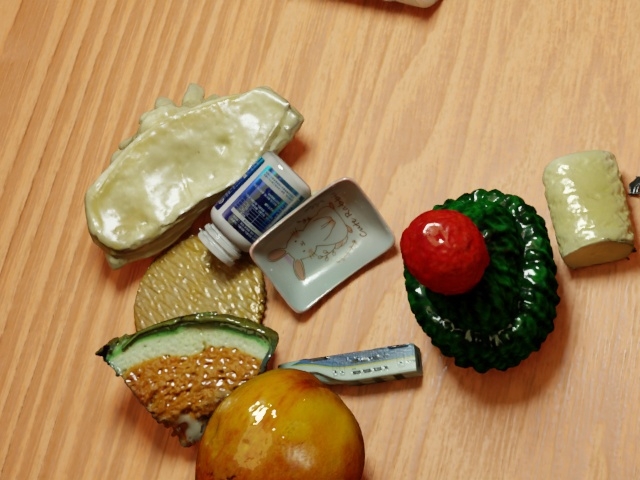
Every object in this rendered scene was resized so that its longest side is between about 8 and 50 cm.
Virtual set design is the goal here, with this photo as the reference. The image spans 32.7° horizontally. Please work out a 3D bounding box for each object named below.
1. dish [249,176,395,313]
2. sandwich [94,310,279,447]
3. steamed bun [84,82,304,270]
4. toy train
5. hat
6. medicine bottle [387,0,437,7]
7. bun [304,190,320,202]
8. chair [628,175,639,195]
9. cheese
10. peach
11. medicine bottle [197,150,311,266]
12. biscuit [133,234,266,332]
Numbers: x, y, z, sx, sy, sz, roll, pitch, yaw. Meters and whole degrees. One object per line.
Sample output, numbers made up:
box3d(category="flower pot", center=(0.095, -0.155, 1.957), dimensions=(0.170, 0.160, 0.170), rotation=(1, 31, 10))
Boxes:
box3d(category="dish", center=(0.000, 0.000, 1.813), dimensions=(0.212, 0.151, 0.077), rotation=(-37, 19, 2))
box3d(category="sandwich", center=(-0.189, 0.210, 1.768), dimensions=(0.292, 0.109, 0.212), rotation=(-24, 87, 12))
box3d(category="steamed bun", center=(-0.252, -0.152, 1.959), dimensions=(0.428, 0.189, 0.247), rotation=(-39, 89, 1))
box3d(category="toy train", center=(0.044, 0.206, 1.740), dimensions=(0.234, 0.052, 0.051), rotation=(-11, 68, 15))
box3d(category="hat", center=(0.224, 0.031, 1.591), dimensions=(0.242, 0.332, 0.274), rotation=(-29, 63, 8))
box3d(category="medicine bottle", center=(0.075, -0.545, 1.987), dimensions=(0.332, 0.190, 0.190), rotation=(18, 74, 26))
box3d(category="bun", center=(-0.012, -0.048, 1.873), dimensions=(0.086, 0.055, 0.086), rotation=(-8, 65, 18))
box3d(category="chair", center=(0.528, -0.080, 1.704), dimensions=(0.086, 0.042, 0.037), rotation=(-2, 59, 59))
box3d(category="cheese", center=(0.416, -0.050, 1.693), dimensions=(0.123, 0.094, 0.167), rotation=(-14, 63, 16))
box3d(category="peach", center=(-0.068, 0.328, 1.601), dimensions=(0.238, 0.281, 0.281), rotation=(26, 78, 34))
box3d(category="medicine bottle", center=(-0.114, -0.051, 1.842), dimensions=(0.191, 0.107, 0.107), rotation=(-46, 60, 3))
box3d(category="biscuit", center=(-0.210, 0.107, 1.887), dimensions=(0.254, 0.035, 0.254), rotation=(-7, 65, 16))
